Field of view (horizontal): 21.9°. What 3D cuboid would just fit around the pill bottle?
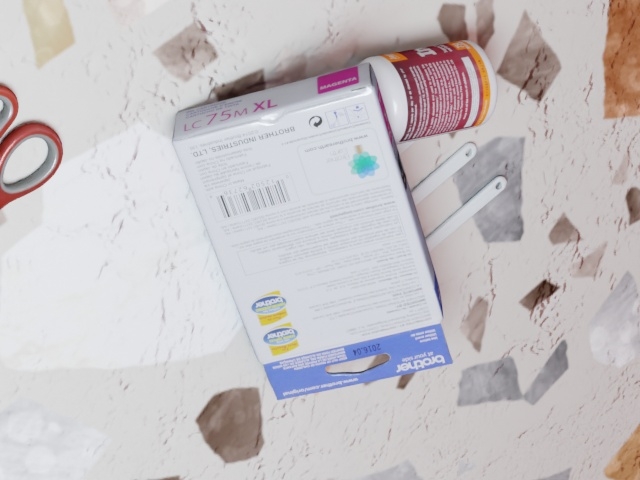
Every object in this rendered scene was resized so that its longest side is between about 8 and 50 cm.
[{"bbox_3d":[0.083,-0.136,1.555,0.152,0.086,0.086,-14,117,-27],"label":"pill bottle"}]

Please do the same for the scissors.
[{"bbox_3d":[-0.324,0.007,1.408,0.109,0.021,0.297,30,94,-40],"label":"scissors"}]

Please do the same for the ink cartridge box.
[{"bbox_3d":[0.000,0.000,1.531,0.186,0.065,0.311,-14,120,9],"label":"ink cartridge box"}]

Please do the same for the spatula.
[{"bbox_3d":[0.074,-0.027,1.640,0.242,0.019,0.168,-41,125,-11],"label":"spatula"}]
